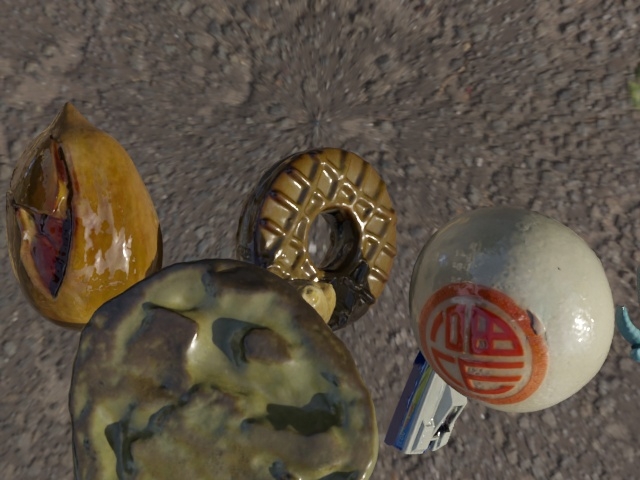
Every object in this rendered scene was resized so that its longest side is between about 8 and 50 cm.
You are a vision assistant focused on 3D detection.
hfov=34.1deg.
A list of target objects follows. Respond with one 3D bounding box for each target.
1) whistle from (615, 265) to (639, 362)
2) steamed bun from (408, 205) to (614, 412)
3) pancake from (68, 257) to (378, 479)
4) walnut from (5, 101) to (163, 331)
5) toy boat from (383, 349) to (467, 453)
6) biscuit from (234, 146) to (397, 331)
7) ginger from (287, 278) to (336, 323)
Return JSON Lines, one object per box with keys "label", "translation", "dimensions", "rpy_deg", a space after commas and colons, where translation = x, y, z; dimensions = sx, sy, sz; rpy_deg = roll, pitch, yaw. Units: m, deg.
{"label": "whistle", "translation": [0.610, 0.170, 1.811], "dimensions": [0.186, 0.093, 0.274], "rpy_deg": [-9, 74, -10]}
{"label": "steamed bun", "translation": [0.234, 0.102, 1.361], "dimensions": [0.283, 0.177, 0.283], "rpy_deg": [18, 126, 27]}
{"label": "pancake", "translation": [-0.098, 0.156, 0.951], "dimensions": [0.294, 0.049, 0.294], "rpy_deg": [0, 73, 1]}
{"label": "walnut", "translation": [-0.312, -0.030, 1.362], "dimensions": [0.203, 0.203, 0.298], "rpy_deg": [-6, 94, 1]}
{"label": "toy boat", "translation": [0.205, 0.208, 1.689], "dimensions": [0.088, 0.129, 0.295], "rpy_deg": [26, 100, 33]}
{"label": "biscuit", "translation": [0.000, 0.000, 1.793], "dimensions": [0.332, 0.103, 0.332], "rpy_deg": [-2, 94, -40]}
{"label": "ginger", "translation": [-0.111, 0.126, 1.284], "dimensions": [0.294, 0.131, 0.086], "rpy_deg": [-21, 83, -13]}
